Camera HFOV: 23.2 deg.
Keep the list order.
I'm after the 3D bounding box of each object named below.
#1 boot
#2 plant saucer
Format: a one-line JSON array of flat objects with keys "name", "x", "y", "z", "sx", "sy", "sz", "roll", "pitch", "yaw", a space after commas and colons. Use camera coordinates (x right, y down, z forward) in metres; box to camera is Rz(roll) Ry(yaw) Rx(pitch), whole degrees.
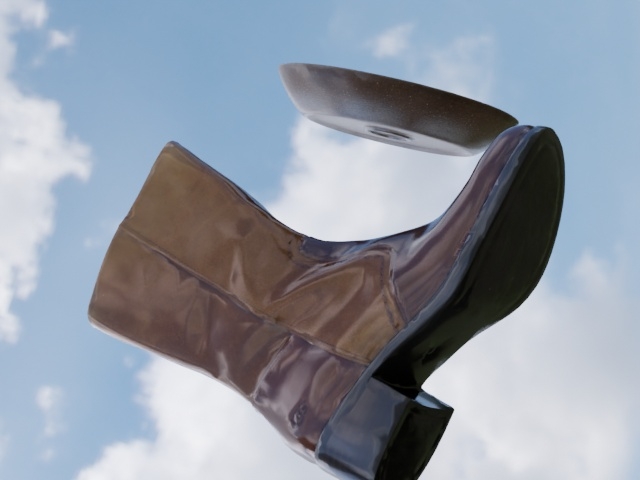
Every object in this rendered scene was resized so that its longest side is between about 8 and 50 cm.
[{"name": "boot", "x": 0.000, "y": 0.000, "z": 1.047, "sx": 0.096, "sy": 0.280, "sz": 0.264, "roll": 18, "pitch": -81, "yaw": -55}, {"name": "plant saucer", "x": 0.058, "y": -0.100, "z": 1.252, "sx": 0.199, "sy": 0.199, "sz": 0.036, "roll": 17, "pitch": -93, "yaw": -58}]
